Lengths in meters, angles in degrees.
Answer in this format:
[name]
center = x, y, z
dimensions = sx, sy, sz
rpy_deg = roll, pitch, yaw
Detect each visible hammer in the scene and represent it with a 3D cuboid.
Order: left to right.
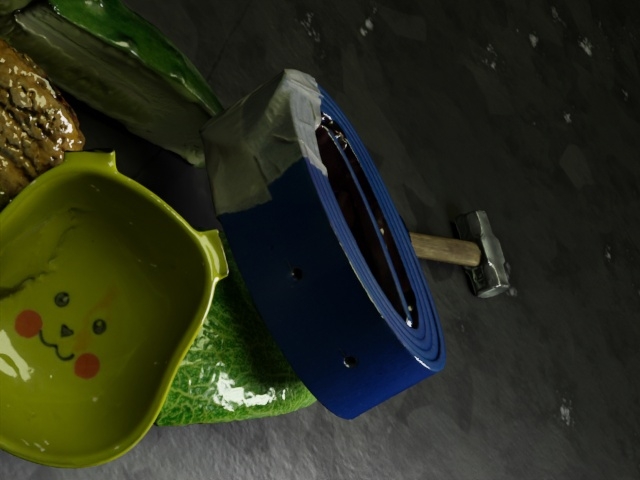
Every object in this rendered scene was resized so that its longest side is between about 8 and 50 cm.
[hammer]
center = 0.103, 0.000, 1.930
dimensions = 0.365, 0.043, 0.111
rpy_deg = 9, 60, -47

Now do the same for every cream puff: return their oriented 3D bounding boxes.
[cream puff]
center = -0.318, -0.075, 1.371
dimensions = 0.183, 0.183, 0.169
rpy_deg = 50, 62, -15

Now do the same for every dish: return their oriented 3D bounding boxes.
[dish]
center = -0.216, 0.061, 1.373
dimensions = 0.221, 0.108, 0.262
rpy_deg = 36, 84, -6

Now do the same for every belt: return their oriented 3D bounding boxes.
[belt]
center = 0.000, 0.000, 1.543
dimensions = 0.212, 0.117, 0.347
rpy_deg = 24, 39, -57

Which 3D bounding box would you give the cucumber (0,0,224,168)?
[cucumber]
center = -0.204, -0.187, 1.603
dimensions = 0.325, 0.145, 0.105
rpy_deg = 33, 51, -40

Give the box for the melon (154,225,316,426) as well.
[melon]
center = -0.076, 0.094, 1.574
dimensions = 0.323, 0.124, 0.196
rpy_deg = 7, 69, -47
